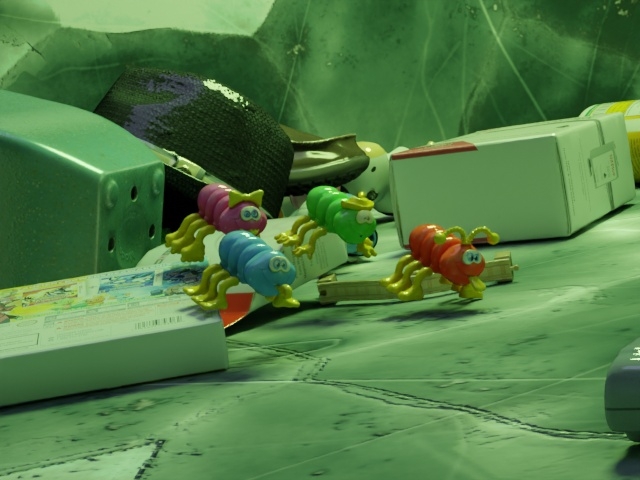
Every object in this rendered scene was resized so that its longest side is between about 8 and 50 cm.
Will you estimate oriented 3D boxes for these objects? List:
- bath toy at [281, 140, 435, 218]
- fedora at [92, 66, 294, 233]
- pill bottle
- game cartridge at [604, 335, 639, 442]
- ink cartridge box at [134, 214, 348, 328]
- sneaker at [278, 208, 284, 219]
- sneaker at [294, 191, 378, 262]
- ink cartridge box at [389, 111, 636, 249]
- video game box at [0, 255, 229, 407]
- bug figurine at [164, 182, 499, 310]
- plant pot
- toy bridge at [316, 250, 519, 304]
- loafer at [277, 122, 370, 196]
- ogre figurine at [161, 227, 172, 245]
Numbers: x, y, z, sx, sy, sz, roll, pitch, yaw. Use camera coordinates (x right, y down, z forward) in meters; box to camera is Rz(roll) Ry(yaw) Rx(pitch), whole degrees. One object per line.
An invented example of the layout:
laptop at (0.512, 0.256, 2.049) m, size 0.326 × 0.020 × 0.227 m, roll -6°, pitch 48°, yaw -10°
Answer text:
bath toy at (0.024, -0.076, 2.098) m, size 0.348 × 0.129 × 0.151 m, roll -1°, pitch -34°, yaw 43°
fedora at (-0.154, -0.103, 1.719) m, size 0.334 × 0.152 × 0.334 m, roll 24°, pitch -13°, yaw 6°
pill bottle at (0.458, -0.137, 2.002) m, size 0.118 × 0.117 × 0.208 m, roll -14°, pitch 7°, yaw -38°
game cartridge at (0.296, 0.051, 0.789) m, size 0.196 × 0.060 × 0.294 m, roll -1°, pitch 9°, yaw 31°
ink cartridge box at (-0.114, 0.036, 1.374) m, size 0.189 × 0.066 × 0.232 m, roll -4°, pitch 11°, yaw 41°
sneaker at (-0.170, -0.013, 1.959) m, size 0.263 × 0.099 × 0.121 m, roll 0°, pitch 0°, yaw 8°
sneaker at (0.029, -0.008, 1.682) m, size 0.086 × 0.085 × 0.237 m, roll 27°, pitch 7°, yaw 10°
ink cartridge box at (0.232, -0.073, 1.727) m, size 0.207 × 0.117 × 0.283 m, roll -6°, pitch 7°, yaw 27°
video game box at (-0.183, 0.072, 1.189) m, size 0.205 × 0.048 × 0.187 m, roll -9°, pitch 18°, yaw -5°
bug figurine at (0.000, 0.000, 1.226) m, size 0.279 × 0.072 × 0.216 m, roll -2°, pitch 20°, yaw -35°
plant pot at (-0.302, -0.017, 1.495) m, size 0.252 × 0.247 × 0.248 m, roll 9°, pitch 11°, yaw 18°
toy bridge at (0.089, 0.036, 1.346) m, size 0.188 × 0.026 × 0.063 m, roll -8°, pitch 8°, yaw 11°
loafer at (-0.118, -0.127, 1.941) m, size 0.366 × 0.130 × 0.134 m, roll -1°, pitch -5°, yaw 2°
ogre figurine at (-0.247, 0.020, 1.715) m, size 0.118 × 0.097 × 0.197 m, roll -35°, pitch 5°, yaw -34°
